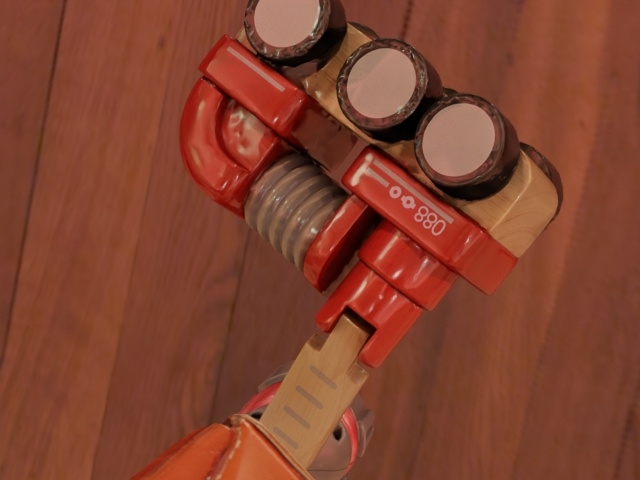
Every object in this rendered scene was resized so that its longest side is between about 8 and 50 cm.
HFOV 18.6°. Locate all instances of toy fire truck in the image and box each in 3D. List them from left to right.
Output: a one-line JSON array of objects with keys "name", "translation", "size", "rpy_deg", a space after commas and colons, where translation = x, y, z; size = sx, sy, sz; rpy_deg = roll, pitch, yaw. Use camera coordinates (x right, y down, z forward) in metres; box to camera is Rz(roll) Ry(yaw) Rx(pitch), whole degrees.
[{"name": "toy fire truck", "translation": [0.000, 0.000, 1.185], "size": [0.217, 0.158, 0.246], "rpy_deg": [39, 92, 27]}]

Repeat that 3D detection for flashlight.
[{"name": "flashlight", "translation": [-0.041, 0.178, 1.418], "size": [0.103, 0.304, 0.103], "rpy_deg": [-22, 99, 18]}]

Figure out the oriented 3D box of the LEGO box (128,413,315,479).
[{"name": "LEGO box", "translation": [-0.187, 0.321, 0.577], "size": [0.193, 0.372, 0.500], "rpy_deg": [48, 129, 4]}]
